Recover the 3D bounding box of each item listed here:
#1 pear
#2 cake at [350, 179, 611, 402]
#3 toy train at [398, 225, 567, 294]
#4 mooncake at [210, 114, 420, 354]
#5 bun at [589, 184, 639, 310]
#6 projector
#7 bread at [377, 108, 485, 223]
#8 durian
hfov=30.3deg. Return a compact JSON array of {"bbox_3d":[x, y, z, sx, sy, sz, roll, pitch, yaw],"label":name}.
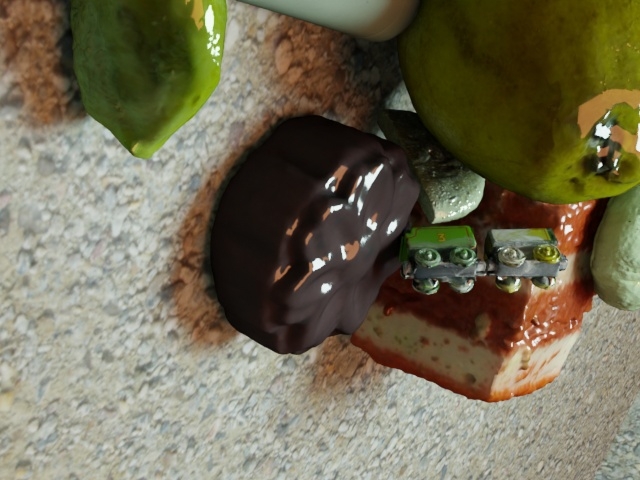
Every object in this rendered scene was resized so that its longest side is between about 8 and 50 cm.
[{"bbox_3d":[0.258,-0.234,1.403,0.352,0.352,0.413,44,30,-58],"label":"pear"},{"bbox_3d":[0.225,0.042,1.639,0.270,0.269,0.319,-11,118,-55],"label":"cake"},{"bbox_3d":[0.193,0.020,1.411,0.081,0.202,0.060,-101,-168,-49],"label":"toy train"},{"bbox_3d":[0.000,0.000,1.387,0.283,0.141,0.283,-36,139,-38],"label":"mooncake"},{"bbox_3d":[0.444,0.007,1.590,0.195,0.118,0.195,-43,145,-40],"label":"bun"},{"bbox_3d":[-0.019,-0.277,1.195,0.337,0.108,0.108,0,110,-58],"label":"projector"},{"bbox_3d":[0.154,-0.102,1.482,0.112,0.193,0.036,-3,140,-23],"label":"bread"},{"bbox_3d":[-0.149,-0.188,1.020,0.139,0.101,0.250,2,126,-11],"label":"durian"}]
